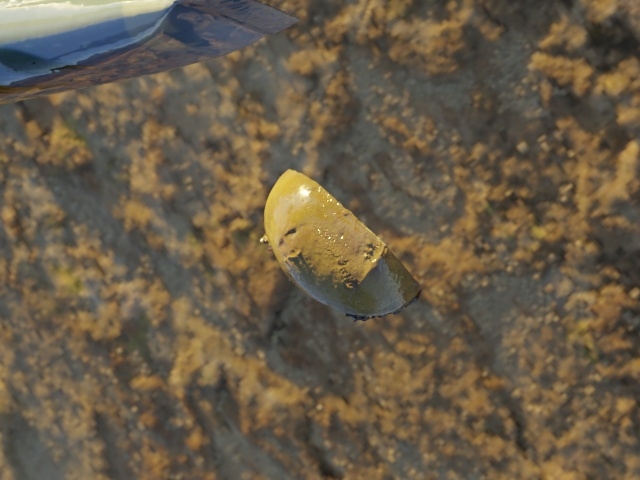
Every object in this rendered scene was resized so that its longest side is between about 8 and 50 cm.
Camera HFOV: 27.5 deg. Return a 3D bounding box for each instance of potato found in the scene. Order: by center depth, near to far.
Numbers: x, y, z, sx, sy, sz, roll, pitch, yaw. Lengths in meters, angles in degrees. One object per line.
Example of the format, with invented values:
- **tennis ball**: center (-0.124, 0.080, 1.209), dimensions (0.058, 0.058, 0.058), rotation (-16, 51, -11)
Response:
- **potato**: center (-0.001, 0.000, 0.578), dimensions (0.093, 0.037, 0.036), rotation (41, 166, 33)

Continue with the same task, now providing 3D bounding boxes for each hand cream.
- **hand cream**: center (-0.148, -0.073, 0.514), dimensions (0.271, 0.091, 0.058), rotation (-4, 88, 17)
